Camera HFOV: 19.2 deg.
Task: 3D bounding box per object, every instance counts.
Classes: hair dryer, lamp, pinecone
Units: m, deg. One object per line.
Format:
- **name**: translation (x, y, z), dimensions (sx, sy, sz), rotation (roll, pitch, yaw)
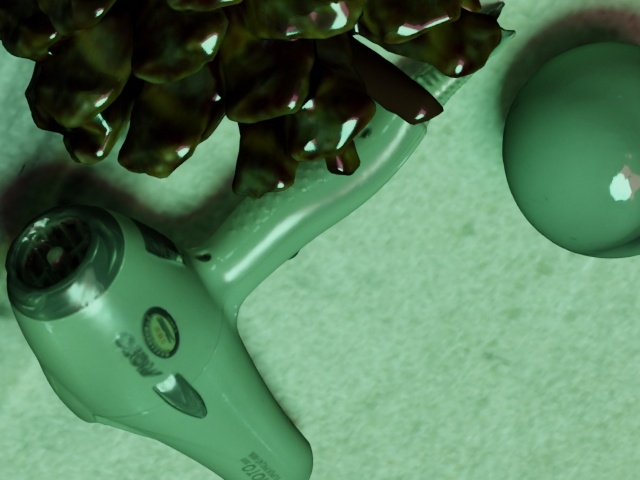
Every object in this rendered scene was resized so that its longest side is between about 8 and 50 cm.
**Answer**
- **hair dryer**: translation (-0.005, 0.030, 0.922), dimensions (0.267, 0.092, 0.229), rotation (-26, 138, -12)
- **lamp**: translation (0.136, -0.042, 0.889), dimensions (0.105, 0.105, 0.105), rotation (-10, 128, -13)
- **pinecone**: translation (-0.027, -0.124, 0.707), dimensions (0.201, 0.202, 0.229), rotation (35, 109, -19)
